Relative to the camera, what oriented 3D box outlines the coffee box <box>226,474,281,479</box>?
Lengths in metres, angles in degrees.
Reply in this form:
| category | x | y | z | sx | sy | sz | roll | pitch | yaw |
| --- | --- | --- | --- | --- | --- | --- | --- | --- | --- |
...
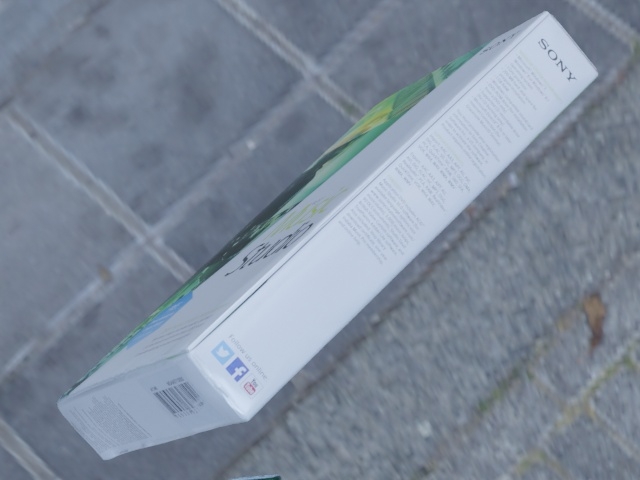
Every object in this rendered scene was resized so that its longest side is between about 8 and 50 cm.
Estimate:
| category | x | y | z | sx | sy | sz | roll | pitch | yaw |
| --- | --- | --- | --- | --- | --- | --- | --- | --- | --- |
| coffee box | -0.030 | 0.227 | 1.086 | 0.040 | 0.113 | 0.184 | -5 | 22 | -4 |

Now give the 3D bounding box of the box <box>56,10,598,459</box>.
| category | x | y | z | sx | sy | sz | roll | pitch | yaw |
| --- | --- | --- | --- | --- | --- | --- | --- | --- | --- |
| box | 0.000 | 0.000 | 1.168 | 0.322 | 0.232 | 0.058 | -42 | 98 | -27 |
